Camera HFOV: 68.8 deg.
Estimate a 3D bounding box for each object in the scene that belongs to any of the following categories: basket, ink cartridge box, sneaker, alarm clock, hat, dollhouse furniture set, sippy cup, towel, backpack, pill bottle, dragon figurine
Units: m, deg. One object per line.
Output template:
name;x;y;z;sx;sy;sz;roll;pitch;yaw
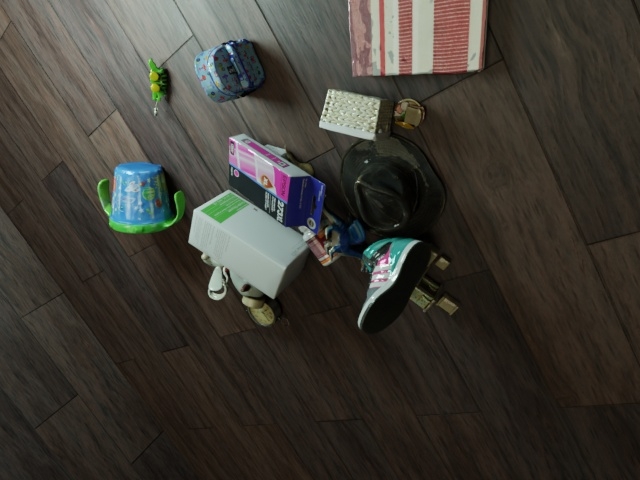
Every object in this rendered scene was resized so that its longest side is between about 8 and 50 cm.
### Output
basket;0.099;-0.329;1.221;0.167;0.113;0.103;21;112;23
ink cartridge box;-0.142;-0.167;1.401;0.371;0.069;0.175;34;133;29
sneaker;0.170;0.109;1.335;0.124;0.295;0.178;36;177;-30
alarm clock;-0.197;0.274;1.794;0.192;0.064;0.129;29;128;18
hat;0.169;-0.120;1.296;0.331;0.134;0.331;16;125;24
dollhouse furniture set;0.341;0.129;1.356;0.182;0.101;0.161;36;130;8
sippy cup;-0.665;-0.168;1.733;0.240;0.306;0.224;-131;42;-61
towel;0.222;-0.512;1.097;0.329;0.037;0.237;8;119;26
backpack;-0.261;-0.477;1.321;0.117;0.173;0.158;-8;111;35
ink cartridge box;-0.149;-0.230;1.476;0.089;0.052;0.122;19;124;23
pill bottle;0.000;0.000;1.498;0.086;0.086;0.152;-33;98;40
dragon figurine;0.079;-0.028;1.400;0.144;0.085;0.289;-18;115;-9

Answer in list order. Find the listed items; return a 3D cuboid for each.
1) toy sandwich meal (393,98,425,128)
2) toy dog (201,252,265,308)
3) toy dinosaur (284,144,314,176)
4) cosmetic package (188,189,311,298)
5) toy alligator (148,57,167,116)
toy sandwich meal;0.227;-0.323;1.206;0.086;0.029;0.085;15;124;24
toy dog;-0.322;0.129;1.703;0.334;0.161;0.220;5;91;25
toy dinosaur;-0.069;-0.210;1.452;0.093;0.053;0.183;-36;103;25
cosmetic package;-0.234;0.008;1.576;0.366;0.197;0.155;30;128;11
toy alligator;-0.534;-0.506;1.554;0.051;0.056;0.189;-3;124;-13
